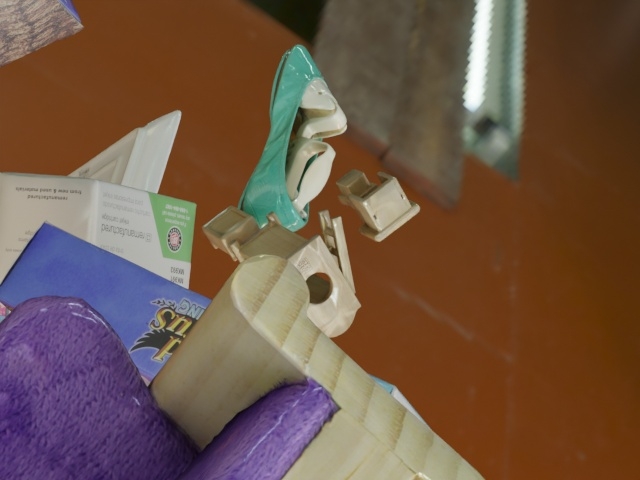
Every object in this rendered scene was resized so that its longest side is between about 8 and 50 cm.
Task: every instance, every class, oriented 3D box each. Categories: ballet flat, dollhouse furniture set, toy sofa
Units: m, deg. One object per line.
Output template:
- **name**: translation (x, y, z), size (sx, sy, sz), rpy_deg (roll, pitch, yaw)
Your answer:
- **ballet flat**: translation (-0.017, -0.107, 1.898), size (0.083, 0.087, 0.247), rpy_deg (56, 41, -49)
- **dollhouse furniture set**: translation (0.000, 0.000, 1.785), size (0.101, 0.161, 0.182), rpy_deg (60, -15, -26)
- **toy sofa**: translation (-0.127, 0.160, 0.555), size (0.177, 0.150, 0.362), rpy_deg (43, 62, 1)

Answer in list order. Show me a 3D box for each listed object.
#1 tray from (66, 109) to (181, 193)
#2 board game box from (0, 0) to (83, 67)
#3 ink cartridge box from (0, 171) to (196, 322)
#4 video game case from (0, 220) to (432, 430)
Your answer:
- **tray**: translation (-0.236, -0.033, 1.756), size (0.030, 0.270, 0.145), rpy_deg (31, 55, -25)
- **board game box**: translation (-0.319, -0.217, 1.064), size (0.291, 0.232, 0.141), rpy_deg (63, 1, 6)
- **ink cartridge box**: translation (-0.174, 0.065, 1.310), size (0.093, 0.212, 0.154), rpy_deg (5, -5, 25)
- **video game case**: translation (-0.033, 0.108, 1.066), size (0.270, 0.061, 0.244), rpy_deg (23, -15, 32)
